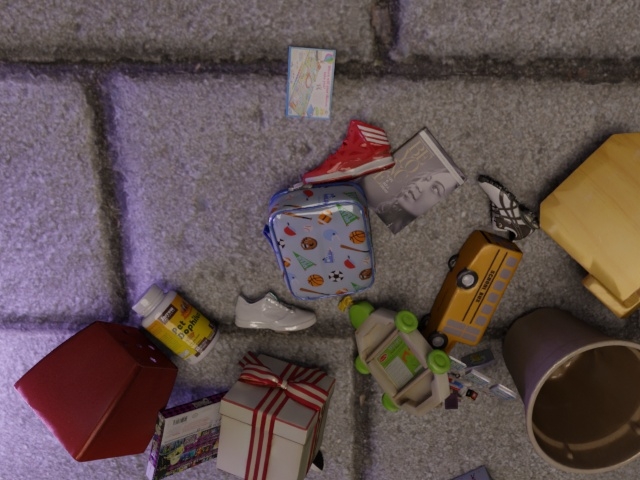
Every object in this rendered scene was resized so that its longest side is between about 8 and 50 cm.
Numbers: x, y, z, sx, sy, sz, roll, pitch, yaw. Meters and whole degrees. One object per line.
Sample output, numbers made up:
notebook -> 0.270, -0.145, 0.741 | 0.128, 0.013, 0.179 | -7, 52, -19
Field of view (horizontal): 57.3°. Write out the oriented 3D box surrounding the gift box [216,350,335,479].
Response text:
gift box -> -0.114, 0.441, 1.509 | 0.255, 0.276, 0.258 | 14, 114, 10

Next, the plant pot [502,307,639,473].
plant pot -> 0.598, 0.322, 1.407 | 0.334, 0.305, 0.333 | -1, 107, -4

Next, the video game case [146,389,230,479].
video game case -> -0.340, 0.519, 1.569 | 0.232, 0.042, 0.210 | -6, 119, -45

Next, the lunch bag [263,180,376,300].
lunch bag -> 0.000, 0.000, 1.375 | 0.243, 0.115, 0.303 | -8, 128, 6

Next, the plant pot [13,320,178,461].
plant pot -> -0.517, 0.351, 1.444 | 0.267, 0.267, 0.235 | 37, 89, 22

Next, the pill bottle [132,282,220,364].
pill bottle -> -0.368, 0.208, 1.487 | 0.117, 0.117, 0.215 | -43, 105, 15

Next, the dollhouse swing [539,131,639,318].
dollhouse swing -> 0.737, -0.039, 1.395 | 0.347, 0.315, 0.305 | -48, 63, 16

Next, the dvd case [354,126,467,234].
dvd case -> 0.213, -0.138, 1.401 | 0.221, 0.018, 0.164 | -38, 105, 14

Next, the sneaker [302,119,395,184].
sneaker -> 0.055, -0.205, 1.362 | 0.221, 0.087, 0.128 | -12, 89, 10

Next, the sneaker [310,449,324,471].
sneaker -> -0.062, 0.608, 1.674 | 0.161, 0.057, 0.075 | 44, 122, -15

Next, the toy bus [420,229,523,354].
toy bus -> 0.364, 0.143, 1.459 | 0.130, 0.108, 0.332 | 18, 109, -7

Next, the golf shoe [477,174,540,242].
golf shoe -> 0.432, -0.071, 1.393 | 0.198, 0.077, 0.094 | 41, 106, -12

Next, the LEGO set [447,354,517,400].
LEGO set -> 0.361, 0.362, 1.453 | 0.182, 0.244, 0.060 | 29, 74, 9

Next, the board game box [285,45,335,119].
board game box -> -0.023, -0.353, 1.319 | 0.103, 0.026, 0.154 | 5, 111, -1

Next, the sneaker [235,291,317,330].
sneaker -> -0.114, 0.177, 1.499 | 0.212, 0.080, 0.094 | 2, 99, 2

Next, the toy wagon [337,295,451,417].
toy wagon -> 0.176, 0.271, 1.464 | 0.344, 0.068, 0.267 | 53, 142, 18

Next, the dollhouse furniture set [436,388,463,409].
dollhouse furniture set -> 0.335, 0.426, 1.618 | 0.114, 0.091, 0.081 | -11, 154, 28

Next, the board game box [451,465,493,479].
board game box -> 0.460, 0.841, 1.726 | 0.224, 0.097, 0.303 | -28, 109, 10

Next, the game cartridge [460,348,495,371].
game cartridge -> 0.418, 0.319, 1.550 | 0.083, 0.056, 0.017 | -20, 117, 8
